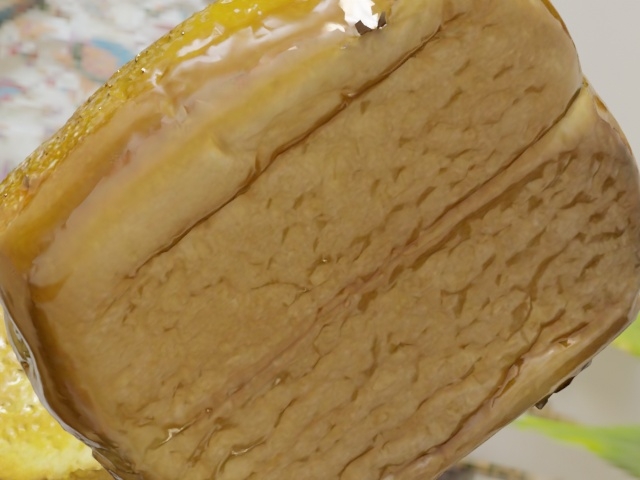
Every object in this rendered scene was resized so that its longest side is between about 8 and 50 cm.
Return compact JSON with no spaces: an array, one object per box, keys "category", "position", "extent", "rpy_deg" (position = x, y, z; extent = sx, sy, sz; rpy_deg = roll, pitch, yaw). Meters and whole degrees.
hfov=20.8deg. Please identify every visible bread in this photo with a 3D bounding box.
[{"category":"bread","position":[-0.004,-0.004,0.935],"extent":[0.337,0.148,0.328],"rpy_deg":[-40,132,-5]},{"category":"bread","position":[-0.194,0.125,1.246],"extent":[0.143,0.140,0.229],"rpy_deg":[75,-6,-51]}]
